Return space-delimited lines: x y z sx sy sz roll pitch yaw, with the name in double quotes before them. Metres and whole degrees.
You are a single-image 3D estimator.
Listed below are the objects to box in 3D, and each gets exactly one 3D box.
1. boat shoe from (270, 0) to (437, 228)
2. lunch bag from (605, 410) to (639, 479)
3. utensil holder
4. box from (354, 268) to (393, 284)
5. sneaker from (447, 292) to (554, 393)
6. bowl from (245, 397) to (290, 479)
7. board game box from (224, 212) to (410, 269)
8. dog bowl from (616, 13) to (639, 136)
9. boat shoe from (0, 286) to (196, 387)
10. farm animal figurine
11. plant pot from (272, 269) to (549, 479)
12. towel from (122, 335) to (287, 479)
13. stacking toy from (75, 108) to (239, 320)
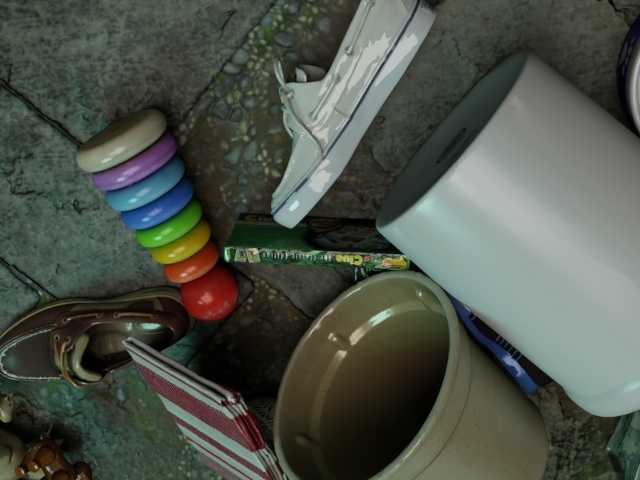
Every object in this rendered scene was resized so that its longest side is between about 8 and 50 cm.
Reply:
"boat shoe" -0.001 -0.198 1.278 0.156 0.136 0.367 31 107 -7
"lunch bag" 0.592 0.272 1.389 0.235 0.169 0.287 14 116 0
"utensil holder" 0.313 -0.014 1.227 0.385 0.327 0.327 38 109 -7
"box" 0.083 0.046 1.407 0.062 0.052 0.083 -1 110 6
"sneaker" 0.287 0.130 1.412 0.090 0.081 0.232 -39 110 14
"bowl" -0.063 0.309 1.491 0.170 0.080 0.170 35 145 29
"board game box" 0.000 0.000 1.353 0.260 0.136 0.030 3 114 5
"dog bowl" 0.537 -0.220 1.238 0.265 0.104 0.264 2 112 4
"boat shoe" -0.366 0.163 1.452 0.342 0.123 0.123 -11 109 9
"farm animal figurine" -0.517 0.391 1.542 0.327 0.172 0.330 36 118 4
"plant pot" 0.155 0.258 1.345 0.305 0.333 0.334 35 112 -32
"towel" -0.153 0.285 1.401 0.237 0.037 0.329 20 147 38
"stacking toy" -0.216 -0.022 1.372 0.141 0.141 0.330 -23 112 13
